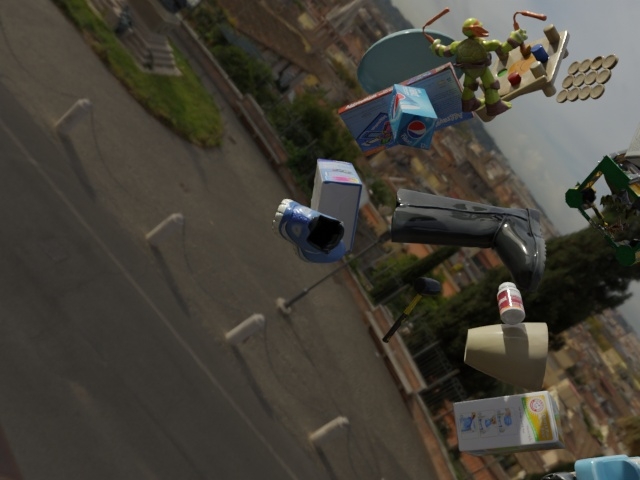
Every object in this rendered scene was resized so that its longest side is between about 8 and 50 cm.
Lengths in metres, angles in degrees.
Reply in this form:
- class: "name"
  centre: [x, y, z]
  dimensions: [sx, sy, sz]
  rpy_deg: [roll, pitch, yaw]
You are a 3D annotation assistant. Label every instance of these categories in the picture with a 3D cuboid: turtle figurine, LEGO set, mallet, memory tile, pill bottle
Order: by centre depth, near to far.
- class: "turtle figurine"
  centre: [0.334, -0.366, 1.213]
  dimensions: [0.087, 0.269, 0.217]
  rpy_deg: [-48, 130, -34]
- class: "mallet"
  centre: [0.203, 0.158, 1.330]
  dimensions: [0.062, 0.190, 0.039]
  rpy_deg: [3, 36, -40]
- class: "memory tile"
  centre: [0.633, -0.384, 1.406]
  dimensions: [0.012, 0.113, 0.148]
  rpy_deg: [21, 1, -21]
- class: "LEGO set"
  centre: [0.882, -0.106, 1.650]
  dimensions: [0.192, 0.255, 0.331]
  rpy_deg: [-16, 51, -26]
- class: "pill bottle"
  centre: [0.698, 0.229, 2.172]
  dimensions: [0.086, 0.086, 0.152]
  rpy_deg: [45, 31, -24]

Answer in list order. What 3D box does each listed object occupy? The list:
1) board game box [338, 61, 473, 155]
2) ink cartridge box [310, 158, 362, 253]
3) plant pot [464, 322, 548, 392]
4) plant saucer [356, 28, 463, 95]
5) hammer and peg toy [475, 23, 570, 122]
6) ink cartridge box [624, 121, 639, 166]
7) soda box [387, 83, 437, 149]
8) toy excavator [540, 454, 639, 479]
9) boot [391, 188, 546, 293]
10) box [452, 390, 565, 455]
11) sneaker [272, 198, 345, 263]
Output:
- class: "board game box"
  centre: [0.199, -0.300, 1.384]
  dimensions: [0.145, 0.281, 0.027]
  rpy_deg: [52, 34, -35]
- class: "ink cartridge box"
  centre: [0.046, -0.147, 2.234]
  dimensions: [0.151, 0.270, 0.395]
  rpy_deg: [6, 20, -8]
- class: "plant pot"
  centre: [0.685, 0.416, 2.209]
  dimensions: [0.256, 0.274, 0.256]
  rpy_deg: [7, 90, -76]
- class: "plant saucer"
  centre: [0.264, -0.513, 1.725]
  dimensions: [0.317, 0.317, 0.044]
  rpy_deg: [29, 54, -52]
- class: "hammer and peg toy"
  centre: [0.646, -0.516, 1.894]
  dimensions: [0.127, 0.266, 0.361]
  rpy_deg: [45, 57, -30]
- class: "ink cartridge box"
  centre: [0.888, -0.269, 1.411]
  dimensions: [0.239, 0.275, 0.060]
  rpy_deg: [25, -2, -14]
- class: "soda box"
  centre: [0.184, -0.258, 1.210]
  dimensions: [0.071, 0.067, 0.210]
  rpy_deg: [10, 28, -3]
- class: "toy excavator"
  centre: [0.745, 0.563, 1.347]
  dimensions: [0.222, 0.445, 0.433]
  rpy_deg: [11, 63, -36]
- class: "boot"
  centre: [0.431, -0.006, 1.793]
  dimensions: [0.445, 0.146, 0.367]
  rpy_deg: [11, 33, 7]
- class: "box"
  centre: [0.404, 0.396, 1.265]
  dimensions: [0.114, 0.203, 0.103]
  rpy_deg: [39, 42, -51]
- class: "sneaker"
  centre: [0.000, 0.000, 1.606]
  dimensions: [0.147, 0.130, 0.330]
  rpy_deg: [20, -7, 28]
